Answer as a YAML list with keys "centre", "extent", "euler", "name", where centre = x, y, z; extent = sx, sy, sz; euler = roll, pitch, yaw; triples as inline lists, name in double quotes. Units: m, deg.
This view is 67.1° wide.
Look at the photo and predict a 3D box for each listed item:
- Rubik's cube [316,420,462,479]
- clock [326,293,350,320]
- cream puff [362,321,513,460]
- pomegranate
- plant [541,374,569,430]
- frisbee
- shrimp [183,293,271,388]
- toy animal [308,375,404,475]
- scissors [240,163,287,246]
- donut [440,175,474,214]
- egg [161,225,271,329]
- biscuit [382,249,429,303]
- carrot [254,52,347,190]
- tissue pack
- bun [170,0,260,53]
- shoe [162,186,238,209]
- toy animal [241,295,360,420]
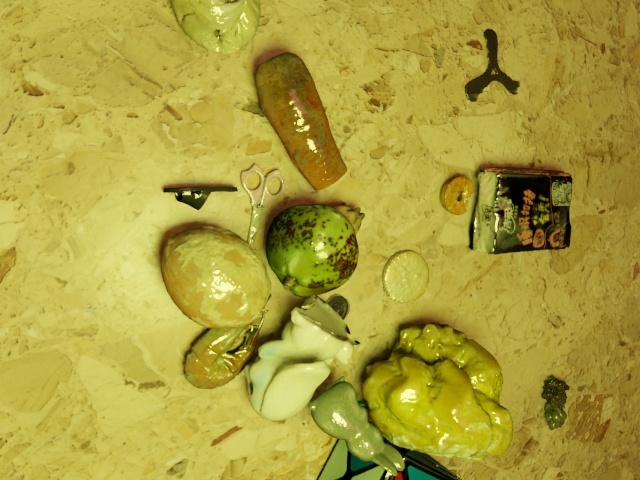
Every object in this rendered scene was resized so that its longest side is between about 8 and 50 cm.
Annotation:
- centre: [0.160, 0.623, 1.206]
  extent: [0.248, 0.250, 0.246]
  euler: [33, 81, -21]
  name: "Rubik's cube"
- centre: [0.038, 0.179, 1.230]
  extent: [0.074, 0.010, 0.083]
  euler: [39, 79, -23]
  name: "clock"
- centre: [0.289, 0.349, 1.200]
  extent: [0.379, 0.378, 0.275]
  euler: [7, 93, -25]
  name: "cream puff"
- centre: [0.009, 0.015, 1.095]
  extent: [0.277, 0.222, 0.203]
  euler: [-11, 83, -41]
  name: "pomegranate"
- centre: [0.761, 0.525, 1.563]
  extent: [0.085, 0.087, 0.174]
  euler: [0, 91, 5]
  name: "plant"
- centre: [0.497, -0.464, 1.367]
  extent: [0.188, 0.012, 0.210]
  euler: [25, 85, -26]
  name: "frisbee"
- centre: [-0.195, 0.227, 1.104]
  extent: [0.145, 0.061, 0.267]
  euler: [45, 74, -31]
  name: "shrimp"
- centre: [0.075, 0.436, 1.092]
  extent: [0.138, 0.108, 0.236]
  euler: [-16, 65, -40]
  name: "toy animal"
- centre: [-0.146, -0.067, 1.115]
  extent: [0.110, 0.021, 0.212]
  euler: [12, 90, -23]
  name: "scissors"
- centre: [0.370, -0.126, 1.329]
  extent: [0.097, 0.043, 0.108]
  euler: [25, 85, -27]
  name: "donut"
- centre: [-0.218, 0.077, 1.001]
  extent: [0.245, 0.203, 0.203]
  euler: [42, 78, -17]
  name: "egg"
- centre: [0.233, 0.098, 1.304]
  extent: [0.152, 0.020, 0.152]
  euler: [-3, 97, -24]
  name: "biscuit"
- centre: [-0.042, -0.264, 1.081]
  extent: [0.139, 0.139, 0.301]
  euler: [-37, 109, -17]
  name: "carrot"
- centre: [0.579, -0.087, 1.388]
  extent: [0.333, 0.123, 0.244]
  euler: [-3, 98, -27]
  name: "tissue pack"
- centre: [-0.208, -0.486, 0.983]
  extent: [0.179, 0.128, 0.193]
  euler: [-12, 103, -24]
  name: "bun"
- centre: [-0.255, -0.092, 1.042]
  extent: [0.160, 0.062, 0.053]
  euler: [-7, 101, -27]
  name: "shoe"
- centre: [-0.043, 0.271, 1.106]
  extent: [0.174, 0.249, 0.289]
  euler: [40, 119, 9]
  name: "toy animal"
